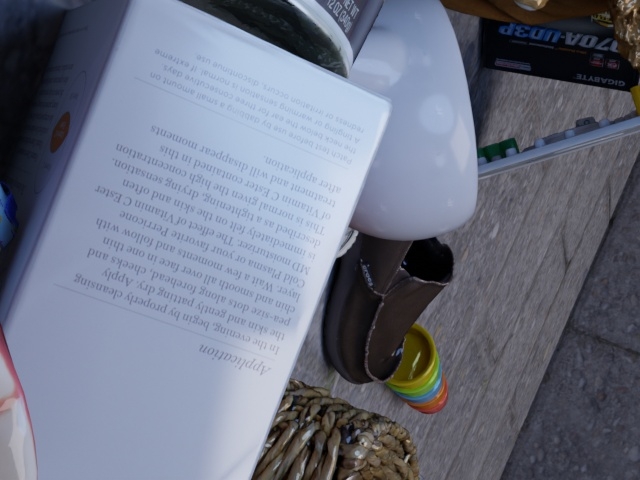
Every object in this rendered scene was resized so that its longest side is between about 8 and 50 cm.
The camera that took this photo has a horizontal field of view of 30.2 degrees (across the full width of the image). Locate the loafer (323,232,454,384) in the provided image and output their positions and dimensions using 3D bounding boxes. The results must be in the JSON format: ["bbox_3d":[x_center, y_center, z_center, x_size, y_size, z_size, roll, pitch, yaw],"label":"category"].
[{"bbox_3d":[0.092,0.049,1.461,0.134,0.130,0.366,-48,151,-44],"label":"loafer"}]

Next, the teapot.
[{"bbox_3d":[0.034,-0.107,1.118,0.252,0.187,0.256,-104,-177,-68],"label":"teapot"}]

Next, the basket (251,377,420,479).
[{"bbox_3d":[-0.054,0.224,1.025,0.213,0.223,0.299,-67,159,-17],"label":"basket"}]

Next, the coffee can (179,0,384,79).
[{"bbox_3d":[-0.015,-0.265,0.807,0.275,0.202,0.201,-65,159,-12],"label":"coffee can"}]

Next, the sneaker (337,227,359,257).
[{"bbox_3d":[0.000,0.000,1.304,0.135,0.052,0.058,-63,154,-19],"label":"sneaker"}]

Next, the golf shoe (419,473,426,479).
[{"bbox_3d":[0.065,0.330,1.576,0.306,0.140,0.115,104,10,-79],"label":"golf shoe"}]

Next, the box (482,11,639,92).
[{"bbox_3d":[0.335,-0.297,1.614,0.175,0.220,0.051,84,23,-50],"label":"box"}]

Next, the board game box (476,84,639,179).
[{"bbox_3d":[0.336,-0.146,1.601,0.390,0.390,0.050,-16,90,-65],"label":"board game box"}]

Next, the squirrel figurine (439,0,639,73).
[{"bbox_3d":[0.273,-0.323,1.186,0.370,0.397,0.281,-38,152,-75],"label":"squirrel figurine"}]

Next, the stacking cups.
[{"bbox_3d":[0.142,0.204,1.815,0.096,0.096,0.316,-65,164,-12],"label":"stacking cups"}]

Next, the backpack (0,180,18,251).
[{"bbox_3d":[-0.245,-0.036,0.575,0.158,0.117,0.173,-55,152,-35],"label":"backpack"}]

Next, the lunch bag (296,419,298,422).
[{"bbox_3d":[-0.022,0.237,1.438,0.053,0.071,0.083,-55,157,-47],"label":"lunch bag"}]

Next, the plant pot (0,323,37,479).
[{"bbox_3d":[-0.225,0.047,0.379,0.275,0.243,0.275,-13,115,-31],"label":"plant pot"}]

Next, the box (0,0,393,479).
[{"bbox_3d":[-0.125,0.041,0.734,0.215,0.168,0.345,18,-94,67],"label":"box"}]
